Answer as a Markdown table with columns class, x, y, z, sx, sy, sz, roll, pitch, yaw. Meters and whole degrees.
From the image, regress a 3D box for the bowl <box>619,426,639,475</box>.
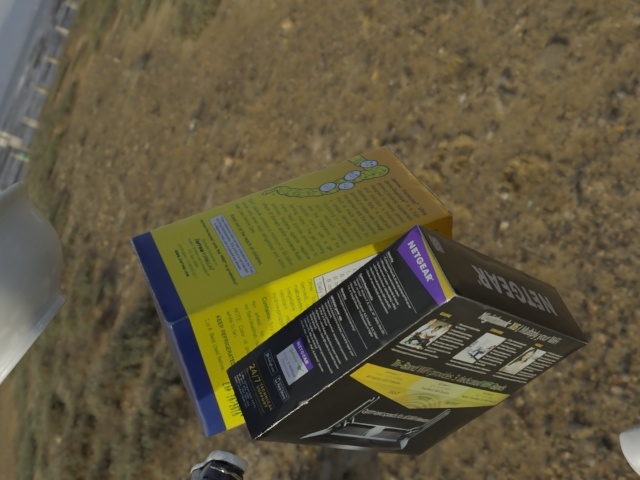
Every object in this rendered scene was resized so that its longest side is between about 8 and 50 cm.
| class | x | y | z | sx | sy | sz | roll | pitch | yaw |
| --- | --- | --- | --- | --- | --- | --- | --- | --- | --- |
| bowl | 0.496 | 0.301 | 1.357 | 0.142 | 0.142 | 0.053 | -20 | 47 | 32 |

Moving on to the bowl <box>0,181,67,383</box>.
| class | x | y | z | sx | sy | sz | roll | pitch | yaw |
| --- | --- | --- | --- | --- | --- | --- | --- | --- | --- |
| bowl | -0.396 | 0.084 | 1.172 | 0.298 | 0.134 | 0.298 | -50 | 9 | 11 |

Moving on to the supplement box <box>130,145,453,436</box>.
| class | x | y | z | sx | sy | sz | roll | pitch | yaw |
| --- | --- | --- | --- | --- | --- | --- | --- | --- | --- |
| supplement box | -0.025 | 0.056 | 1.237 | 0.195 | 0.356 | 0.194 | -125 | 19 | -51 |

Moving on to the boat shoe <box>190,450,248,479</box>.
| class | x | y | z | sx | sy | sz | roll | pitch | yaw |
| --- | --- | --- | --- | --- | --- | --- | --- | --- | --- |
| boat shoe | -0.093 | 0.218 | 0.863 | 0.125 | 0.046 | 0.038 | -52 | 15 | 59 |

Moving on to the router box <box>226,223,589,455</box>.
| class | x | y | z | sx | sy | sz | roll | pitch | yaw |
| --- | --- | --- | --- | --- | --- | --- | --- | --- | --- |
| router box | 0.097 | 0.116 | 0.989 | 0.243 | 0.308 | 0.081 | -38 | 58 | 21 |
